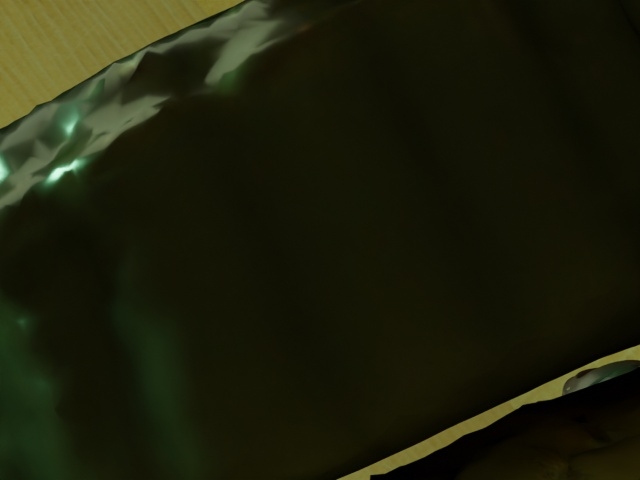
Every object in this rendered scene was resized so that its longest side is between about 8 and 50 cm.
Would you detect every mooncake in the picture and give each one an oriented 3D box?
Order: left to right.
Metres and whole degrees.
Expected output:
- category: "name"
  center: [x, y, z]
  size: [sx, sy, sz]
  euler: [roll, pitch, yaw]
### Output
- category: "mooncake"
  center: [0.000, 0.000, 0.495]
  size: [0.228, 0.124, 0.228]
  euler: [-23, -4, -2]

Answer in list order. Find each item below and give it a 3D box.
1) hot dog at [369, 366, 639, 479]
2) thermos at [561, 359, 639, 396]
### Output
- category: "hot dog"
  center: [-0.063, 0.194, 0.472]
  size: [0.365, 0.196, 0.367]
  euler: [-15, -18, -31]
- category: "thermos"
  center: [0.103, 0.205, 1.015]
  size: [0.109, 0.136, 0.330]
  euler: [-69, 2, -69]
